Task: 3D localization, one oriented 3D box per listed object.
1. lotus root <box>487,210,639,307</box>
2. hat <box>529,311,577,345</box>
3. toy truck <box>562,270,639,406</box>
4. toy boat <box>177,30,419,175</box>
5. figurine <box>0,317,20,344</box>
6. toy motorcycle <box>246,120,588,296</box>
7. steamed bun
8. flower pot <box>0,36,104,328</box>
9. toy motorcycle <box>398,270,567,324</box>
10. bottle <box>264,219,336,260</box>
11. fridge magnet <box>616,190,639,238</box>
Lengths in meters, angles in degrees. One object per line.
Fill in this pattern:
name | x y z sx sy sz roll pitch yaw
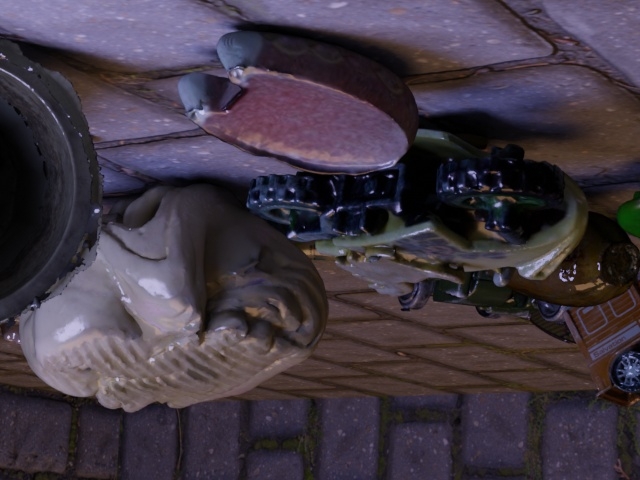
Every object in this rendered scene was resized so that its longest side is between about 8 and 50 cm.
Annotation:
lotus root | 0.284 0.017 1.948 0.124 0.123 0.241 -6 -164 -30
hat | 0.409 0.086 2.454 0.193 0.082 0.193 9 -153 -5
toy truck | 0.469 0.078 2.041 0.305 0.162 0.136 -35 154 19
toy boat | -0.012 -0.138 1.494 0.227 0.085 0.155 17 147 -25
figurine | -0.437 0.027 2.151 0.177 0.173 0.247 11 -163 -21
toy motorcycle | 0.116 -0.036 1.726 0.410 0.169 0.237 -2 162 45
steamed bun | -0.195 0.056 2.008 0.352 0.247 0.339 -22 152 29
flower pot | -0.370 -0.048 1.561 0.290 0.290 0.259 6 178 -18
toy motorcycle | 0.223 0.045 2.202 0.205 0.127 0.275 9 173 -25
bottle | 0.000 0.000 2.149 0.217 0.060 0.060 3 168 1
fridge magnet | 0.443 -0.035 1.831 0.208 0.088 0.208 3 169 1
